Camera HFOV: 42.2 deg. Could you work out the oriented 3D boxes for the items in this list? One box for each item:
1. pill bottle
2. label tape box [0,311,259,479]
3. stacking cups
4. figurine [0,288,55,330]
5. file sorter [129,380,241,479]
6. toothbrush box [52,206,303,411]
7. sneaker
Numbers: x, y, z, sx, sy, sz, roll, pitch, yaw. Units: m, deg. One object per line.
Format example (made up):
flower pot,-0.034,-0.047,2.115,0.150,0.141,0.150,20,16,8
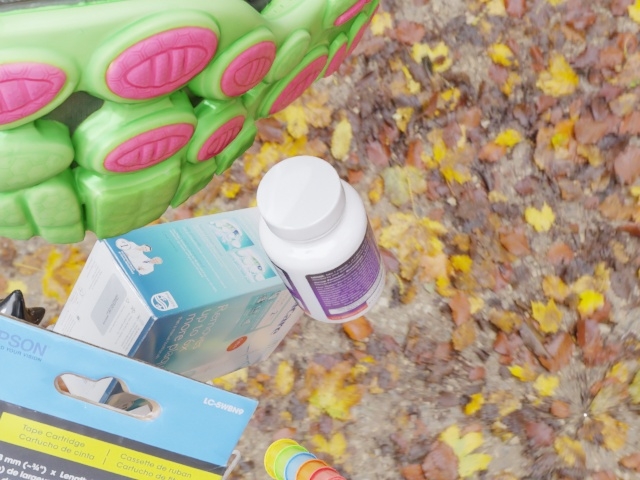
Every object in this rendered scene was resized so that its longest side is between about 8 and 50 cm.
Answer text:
pill bottle,0.000,0.000,0.835,0.108,0.193,0.108,-6,61,11
label tape box,-0.232,0.220,0.730,0.241,0.106,0.333,23,103,-17
stacking cups,-0.023,0.496,1.734,0.096,0.316,0.096,0,90,-23
figurine,-0.413,0.176,1.096,0.092,0.215,0.209,32,80,20
file sorter,-0.224,0.392,1.321,0.173,0.193,0.277,-15,103,21
toothbrush box,-0.155,0.081,1.024,0.126,0.295,0.216,52,127,20
sneaker,-0.105,-0.160,0.545,0.202,0.483,0.185,37,128,4
